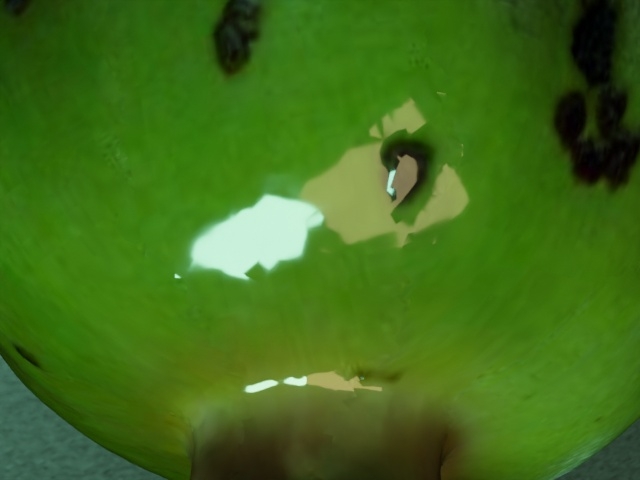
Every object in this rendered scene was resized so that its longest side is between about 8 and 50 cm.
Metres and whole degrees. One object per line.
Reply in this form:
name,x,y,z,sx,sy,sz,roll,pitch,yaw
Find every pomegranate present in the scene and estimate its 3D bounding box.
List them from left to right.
pomegranate,0.012,-0.020,0.538,0.291,0.323,0.290,-4,129,-6
